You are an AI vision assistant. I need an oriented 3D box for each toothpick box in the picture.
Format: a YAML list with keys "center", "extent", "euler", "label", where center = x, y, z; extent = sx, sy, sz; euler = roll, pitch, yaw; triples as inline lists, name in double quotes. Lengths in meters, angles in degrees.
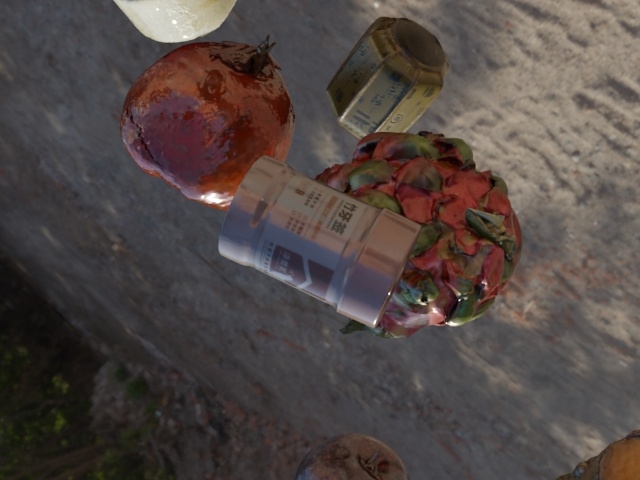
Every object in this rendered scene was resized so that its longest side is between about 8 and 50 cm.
- center: [0.000, 0.000, 0.700]
  extent: [0.149, 0.098, 0.098]
  euler: [25, 158, 8]
  label: "toothpick box"

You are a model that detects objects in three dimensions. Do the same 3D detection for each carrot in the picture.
- center: [0.282, 0.284, 0.838]
  extent: [0.102, 0.102, 0.263]
  euler: [37, 150, 15]
  label: "carrot"

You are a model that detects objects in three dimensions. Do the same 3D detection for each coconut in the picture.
- center: [-0.276, -0.500, 1.471]
  extent: [0.237, 0.237, 0.266]
  euler: [31, 169, 29]
  label: "coconut"

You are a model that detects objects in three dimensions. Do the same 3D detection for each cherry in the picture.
- center: [0.036, 0.345, 1.106]
  extent: [0.140, 0.176, 0.176]
  euler: [42, 162, 27]
  label: "cherry"

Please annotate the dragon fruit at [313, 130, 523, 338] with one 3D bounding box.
- center: [0.098, -0.014, 0.985]
  extent: [0.303, 0.231, 0.237]
  euler: [37, 145, 50]
  label: "dragon fruit"

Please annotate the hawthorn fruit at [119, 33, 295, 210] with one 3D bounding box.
- center: [-0.154, -0.202, 1.288]
  extent: [0.276, 0.276, 0.307]
  euler: [44, 118, -5]
  label: "hawthorn fruit"

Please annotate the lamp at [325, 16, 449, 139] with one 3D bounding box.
- center: [0.106, -0.256, 1.305]
  extent: [0.161, 0.161, 0.185]
  euler: [43, 134, -2]
  label: "lamp"
